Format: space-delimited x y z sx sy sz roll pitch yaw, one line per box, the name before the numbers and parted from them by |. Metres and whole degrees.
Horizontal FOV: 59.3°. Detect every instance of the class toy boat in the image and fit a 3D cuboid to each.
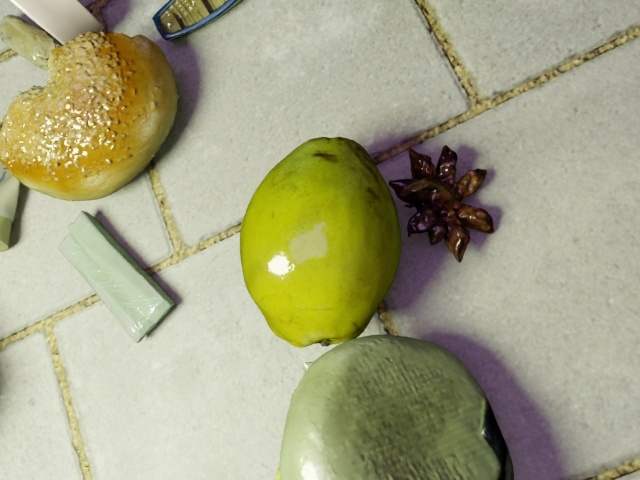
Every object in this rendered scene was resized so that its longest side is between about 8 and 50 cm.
toy boat | -0.167 -0.401 0.917 0.228 0.046 0.080 -33 73 4

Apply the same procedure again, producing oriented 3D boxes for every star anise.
star anise | 0.164 -0.053 0.749 0.167 0.057 0.168 8 72 -27

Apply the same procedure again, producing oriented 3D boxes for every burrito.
burrito | -0.499 -0.342 0.982 0.188 0.045 0.058 34 81 19

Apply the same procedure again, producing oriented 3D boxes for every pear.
pear | 0.000 0.000 0.714 0.212 0.212 0.270 0 77 13

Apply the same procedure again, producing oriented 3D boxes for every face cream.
face cream | -0.548 -0.094 0.940 0.114 0.070 0.224 -9 68 11

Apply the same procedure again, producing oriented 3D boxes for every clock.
clock | -0.450 -0.387 0.901 0.196 0.197 0.068 39 88 17

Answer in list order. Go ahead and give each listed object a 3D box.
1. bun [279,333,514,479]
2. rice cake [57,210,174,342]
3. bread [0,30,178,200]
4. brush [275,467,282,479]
bun | 0.073 0.256 0.651 0.283 0.179 0.283 14 49 -16
rice cake | -0.320 0.052 0.862 0.221 0.042 0.080 43 95 16
bread | -0.359 -0.164 0.849 0.313 0.171 0.192 -27 70 7
brush | 0.065 0.340 0.710 0.296 0.068 0.060 14 60 11
